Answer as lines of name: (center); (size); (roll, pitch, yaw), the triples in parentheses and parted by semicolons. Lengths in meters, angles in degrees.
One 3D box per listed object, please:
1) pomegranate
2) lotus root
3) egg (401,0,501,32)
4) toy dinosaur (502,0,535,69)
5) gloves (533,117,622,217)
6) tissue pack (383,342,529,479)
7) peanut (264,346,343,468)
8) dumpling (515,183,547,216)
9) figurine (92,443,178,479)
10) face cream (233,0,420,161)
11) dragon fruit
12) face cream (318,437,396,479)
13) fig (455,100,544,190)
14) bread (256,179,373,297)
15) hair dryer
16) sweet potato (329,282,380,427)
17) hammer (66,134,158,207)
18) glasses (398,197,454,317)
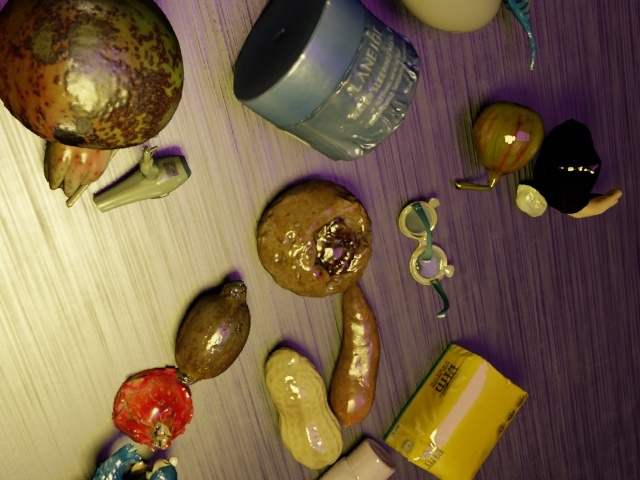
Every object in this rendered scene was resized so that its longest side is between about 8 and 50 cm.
pomegranate: (-0.348, -0.212, 1.141); (0.285, 0.285, 0.341); (4, 124, -27)
lotus root: (-0.188, 0.165, 1.390); (0.120, 0.120, 0.209); (29, 90, -29)
egg: (0.233, -0.469, 1.393); (0.232, 0.176, 0.176); (24, 92, -34)
toy dinosaur: (0.383, -0.506, 1.493); (0.144, 0.076, 0.329); (-54, 129, -31)
gloves: (0.525, -0.135, 1.609); (0.301, 0.152, 0.197); (34, 44, -48)
tissue pack: (0.296, 0.383, 1.674); (0.192, 0.134, 0.271); (37, 85, -28)
peanut: (-0.039, 0.324, 1.506); (0.123, 0.123, 0.257); (-26, 103, -18)
dumpling: (0.453, -0.084, 1.671); (0.052, 0.057, 0.076); (-6, 106, -25)
figurine: (-0.364, 0.468, 1.360); (0.262, 0.121, 0.164); (-35, 150, 0)
face cream: (0.013, -0.282, 1.293); (0.225, 0.249, 0.249); (28, 90, -32)
dragon fruit: (-0.284, 0.310, 1.383); (0.153, 0.111, 0.153); (-9, 109, -28)
face cream: (0.033, 0.538, 1.621); (0.274, 0.096, 0.154); (-47, 122, 7)
fig: (0.367, -0.187, 1.552); (0.148, 0.142, 0.186); (9, 90, -8)
bread: (0.000, 0.000, 1.434); (0.230, 0.123, 0.230); (-5, 103, -24)
hair dryer: (-0.304, -0.094, 1.236); (0.167, 0.199, 0.067); (-29, 85, 6)
sweet potato: (0.073, 0.228, 1.553); (0.097, 0.097, 0.292); (3, 93, -27)
hammer: (-0.349, -0.125, 1.286); (0.195, 0.028, 0.060); (-51, 125, -3)
glasses: (0.198, 0.042, 1.513); (0.088, 0.220, 0.190); (-9, 114, 17)
